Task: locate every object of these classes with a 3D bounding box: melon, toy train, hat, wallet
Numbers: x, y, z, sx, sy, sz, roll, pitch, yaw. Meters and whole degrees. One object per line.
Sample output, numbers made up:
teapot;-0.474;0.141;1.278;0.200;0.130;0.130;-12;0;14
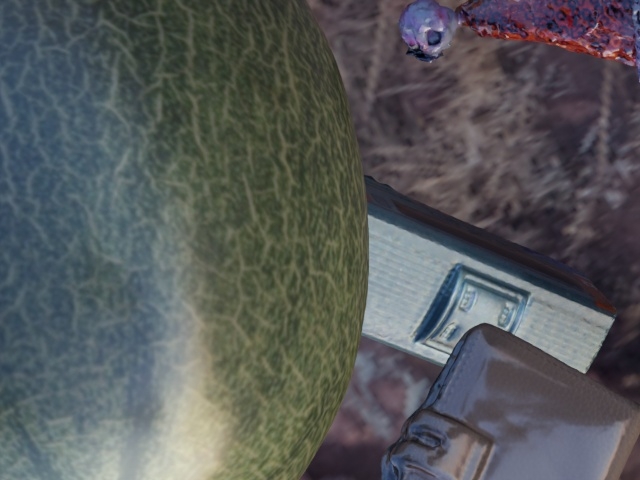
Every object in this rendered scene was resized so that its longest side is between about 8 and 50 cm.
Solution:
melon;-0.101;-0.014;0.779;0.237;0.237;0.301;-41;49;36
toy train;0.000;0.000;1.226;0.086;0.409;0.089;-61;28;13
hat;0.161;-0.142;1.218;0.227;0.140;0.128;-4;89;21
wallet;0.090;0.128;1.017;0.118;0.152;0.039;32;164;-8
